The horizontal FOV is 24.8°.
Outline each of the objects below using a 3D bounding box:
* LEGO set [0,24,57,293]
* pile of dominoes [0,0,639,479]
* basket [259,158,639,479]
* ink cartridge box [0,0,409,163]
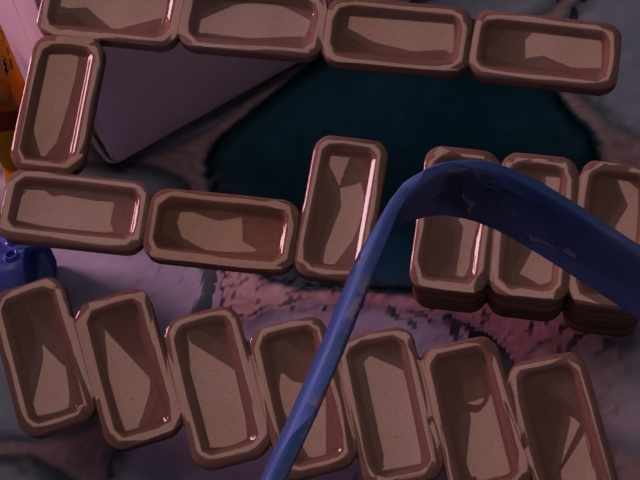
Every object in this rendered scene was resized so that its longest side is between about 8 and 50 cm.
[{"bbox_3d":[-0.160,-0.035,0.637,0.087,0.093,0.227,-10,46,4],"label":"LEGO set"},{"bbox_3d":[0.000,0.000,0.567,0.251,0.040,0.196,7,72,7],"label":"pile of dominoes"},{"bbox_3d":[0.100,0.132,0.318,0.289,0.201,0.255,32,55,-1],"label":"basket"},{"bbox_3d":[-0.100,-0.191,0.752,0.207,0.117,0.283,-31,48,-15],"label":"ink cartridge box"}]
